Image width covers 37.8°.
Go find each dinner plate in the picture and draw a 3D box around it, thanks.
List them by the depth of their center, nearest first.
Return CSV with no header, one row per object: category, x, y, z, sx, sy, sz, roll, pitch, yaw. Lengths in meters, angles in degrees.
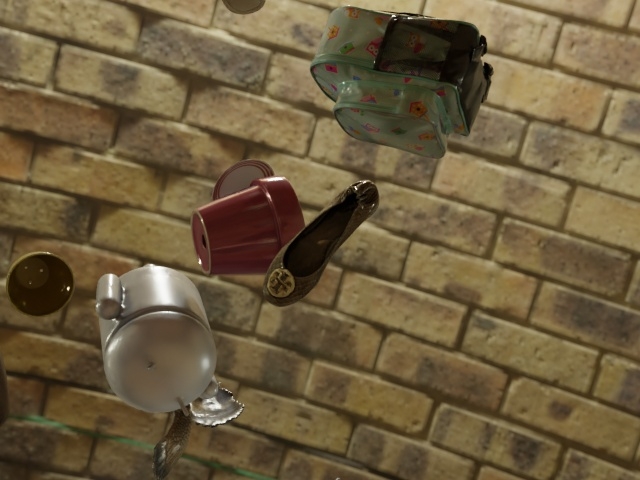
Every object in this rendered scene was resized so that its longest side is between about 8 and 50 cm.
dinner plate,-0.156,-0.106,1.879,0.141,0.141,0.017,7,29,-40

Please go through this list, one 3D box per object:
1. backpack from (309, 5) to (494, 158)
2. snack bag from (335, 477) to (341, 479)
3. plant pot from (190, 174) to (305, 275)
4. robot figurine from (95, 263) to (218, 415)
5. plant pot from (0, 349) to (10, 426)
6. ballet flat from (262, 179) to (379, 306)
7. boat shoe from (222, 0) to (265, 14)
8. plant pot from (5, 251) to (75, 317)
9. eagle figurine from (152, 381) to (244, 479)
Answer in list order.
backpack,0.082,-0.183,1.062,0.188,0.144,0.166,23,-6,20
snack bag,-0.108,0.608,1.692,0.037,0.323,0.342,41,42,22
plant pot,-0.143,-0.014,1.781,0.180,0.201,0.201,-11,19,-20
robot figurine,-0.304,0.180,1.729,0.300,0.200,0.353,42,9,-30
plant pot,-0.585,0.206,1.467,0.215,0.230,0.215,-11,39,9
ballet flat,0.000,0.000,1.461,0.084,0.250,0.058,43,-6,17
boat shoe,-0.168,-0.568,1.726,0.116,0.097,0.324,-9,-34,6
plant pot,-0.577,0.077,1.900,0.134,0.134,0.095,10,10,-30
eagle figurine,-0.307,0.391,2.162,0.225,0.226,0.298,-9,43,-20
